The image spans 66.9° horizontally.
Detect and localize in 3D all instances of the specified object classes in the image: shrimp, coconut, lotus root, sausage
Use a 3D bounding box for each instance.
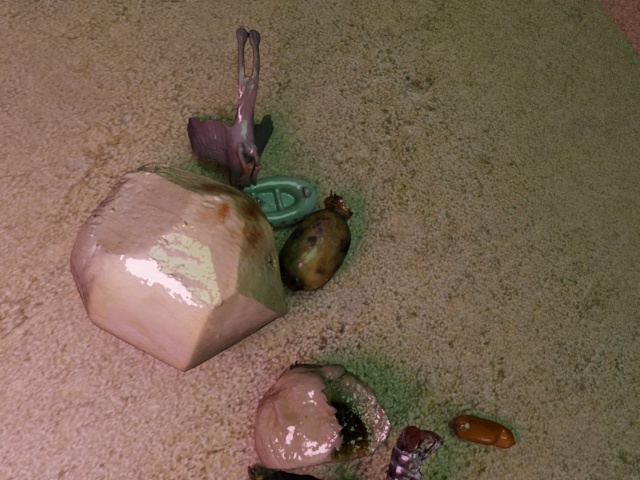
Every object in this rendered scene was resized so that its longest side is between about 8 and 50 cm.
[{"bbox_3d":[0.183,0.584,1.004,0.166,0.221,0.410,-20,110,-33],"label":"shrimp"},{"bbox_3d":[-0.244,0.047,0.956,0.416,0.344,0.414,5,69,-14],"label":"coconut"},{"bbox_3d":[0.002,0.001,1.163,0.154,0.154,0.278,34,63,-6],"label":"lotus root"},{"bbox_3d":[0.404,0.473,1.202,0.183,0.054,0.062,17,100,-15],"label":"sausage"}]

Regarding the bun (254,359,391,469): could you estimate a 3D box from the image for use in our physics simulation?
[{"bbox_3d":[-0.010,0.351,0.997,0.282,0.281,0.204,1,64,-19],"label":"bun"}]

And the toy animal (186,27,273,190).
[{"bbox_3d":[-0.163,-0.264,1.100,0.225,0.284,0.301,-1,57,-23],"label":"toy animal"}]

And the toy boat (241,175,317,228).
[{"bbox_3d":[-0.104,-0.100,1.200,0.208,0.079,0.134,-7,73,-20],"label":"toy boat"}]

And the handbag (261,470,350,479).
[{"bbox_3d":[0.001,0.551,0.919,0.332,0.075,0.191,38,31,-46],"label":"handbag"}]

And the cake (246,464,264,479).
[{"bbox_3d":[-0.075,0.562,0.980,0.099,0.100,0.235,-13,78,-24],"label":"cake"}]
